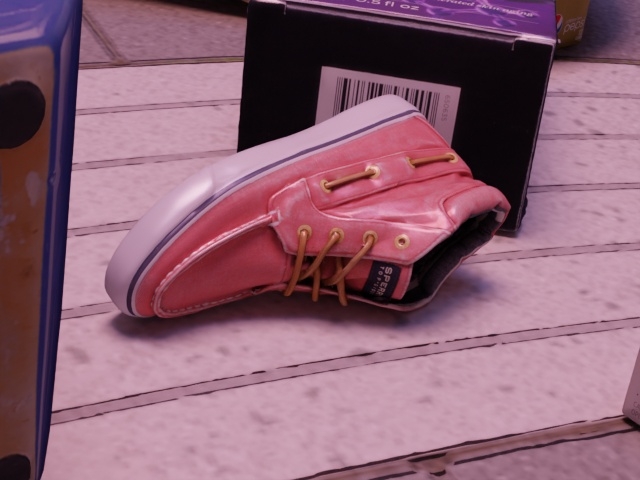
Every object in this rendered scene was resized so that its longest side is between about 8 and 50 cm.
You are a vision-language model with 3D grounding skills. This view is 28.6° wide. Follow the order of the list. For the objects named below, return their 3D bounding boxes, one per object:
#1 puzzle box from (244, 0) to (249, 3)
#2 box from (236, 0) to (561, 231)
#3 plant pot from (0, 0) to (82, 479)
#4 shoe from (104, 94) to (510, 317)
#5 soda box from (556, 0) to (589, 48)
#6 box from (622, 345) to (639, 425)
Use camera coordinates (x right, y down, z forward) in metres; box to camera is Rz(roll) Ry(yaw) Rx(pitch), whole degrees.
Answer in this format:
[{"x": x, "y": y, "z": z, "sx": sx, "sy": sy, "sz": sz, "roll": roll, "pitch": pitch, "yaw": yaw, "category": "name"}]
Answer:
[{"x": -0.169, "y": -0.325, "z": 0.936, "sx": 0.409, "sy": 0.052, "sz": 0.272, "roll": 23, "pitch": 40, "yaw": -8, "category": "puzzle box"}, {"x": 0.047, "y": -0.106, "z": 0.701, "sx": 0.153, "sy": 0.108, "sz": 0.207, "roll": 9, "pitch": 29, "yaw": 4, "category": "box"}, {"x": -0.200, "y": -0.021, "z": 0.370, "sx": 0.236, "sy": 0.236, "sz": 0.212, "roll": -14, "pitch": 41, "yaw": -35, "category": "plant pot"}, {"x": 0.000, "y": 0.000, "z": 0.543, "sx": 0.178, "sy": 0.063, "sz": 0.081, "roll": -29, "pitch": 60, "yaw": -31, "category": "shoe"}, {"x": 0.112, "y": -0.199, "z": 0.932, "sx": 0.058, "sy": 0.061, "sz": 0.181, "roll": -21, "pitch": 39, "yaw": -41, "category": "soda box"}, {"x": 0.248, "y": 0.106, "z": 0.408, "sx": 0.063, "sy": 0.067, "sz": 0.324, "roll": -16, "pitch": 35, "yaw": -37, "category": "box"}]
